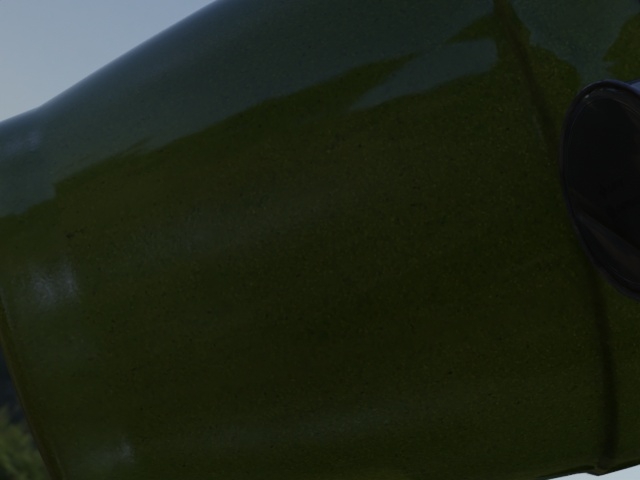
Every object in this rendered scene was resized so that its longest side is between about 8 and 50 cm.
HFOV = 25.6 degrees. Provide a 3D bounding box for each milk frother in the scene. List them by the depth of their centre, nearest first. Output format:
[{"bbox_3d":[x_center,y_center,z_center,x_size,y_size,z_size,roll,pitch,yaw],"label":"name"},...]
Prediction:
[{"bbox_3d":[0.165,-0.067,0.509,0.143,0.134,0.129,71,-21,6],"label":"milk frother"}]

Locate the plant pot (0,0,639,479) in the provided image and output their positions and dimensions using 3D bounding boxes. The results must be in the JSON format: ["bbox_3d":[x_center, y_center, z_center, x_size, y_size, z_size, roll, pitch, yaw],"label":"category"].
[{"bbox_3d":[0.000,0.000,0.804,0.366,0.353,0.366,163,-90,-86],"label":"plant pot"}]
